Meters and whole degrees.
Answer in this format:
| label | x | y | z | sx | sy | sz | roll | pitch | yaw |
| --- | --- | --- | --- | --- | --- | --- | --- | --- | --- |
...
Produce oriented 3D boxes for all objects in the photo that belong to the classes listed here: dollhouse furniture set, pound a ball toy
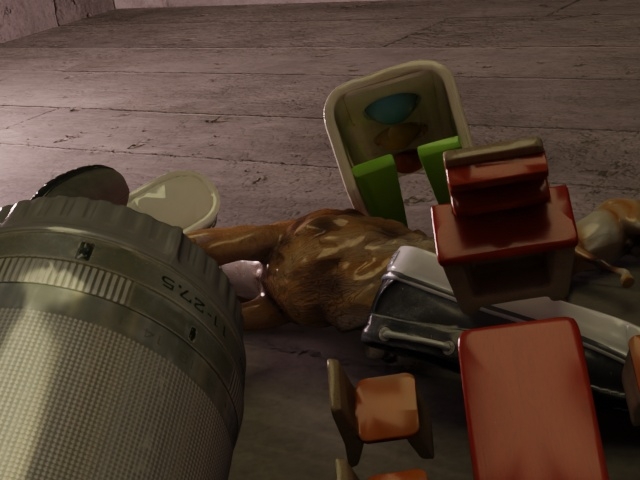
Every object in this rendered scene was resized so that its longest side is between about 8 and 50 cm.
| label | x | y | z | sx | sy | sz | roll | pitch | yaw |
| --- | --- | --- | --- | --- | --- | --- | --- | --- | --- |
| dollhouse furniture set | 0.134 | 0.075 | 0.786 | 0.262 | 0.135 | 0.259 | -9 | 54 | 7 |
| pound a ball toy | 0.130 | -0.087 | 1.215 | 0.208 | 0.136 | 0.319 | -17 | -16 | 6 |

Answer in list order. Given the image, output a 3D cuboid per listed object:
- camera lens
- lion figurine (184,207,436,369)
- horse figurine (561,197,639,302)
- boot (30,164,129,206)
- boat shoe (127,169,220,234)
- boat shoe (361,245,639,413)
| label | x | y | z | sx | sy | sz | roll | pitch | yaw |
| --- | --- | --- | --- | --- | --- | --- | --- | --- | --- |
| camera lens | -0.165 | 0.137 | 0.688 | 0.219 | 0.219 | 0.274 | -4 | 43 | 13 |
| lion figurine | -0.051 | 0.029 | 1.154 | 0.240 | 0.142 | 0.392 | -11 | 15 | -27 |
| horse figurine | 0.293 | 0.005 | 1.177 | 0.263 | 0.066 | 0.174 | -18 | 28 | -17 |
| boot | -0.209 | 0.014 | 1.059 | 0.161 | 0.083 | 0.246 | 10 | 32 | 27 |
| boat shoe | -0.262 | 0.021 | 1.364 | 0.319 | 0.116 | 0.099 | -27 | -17 | -25 |
| boat shoe | 0.173 | 0.101 | 0.917 | 0.301 | 0.102 | 0.108 | 22 | -12 | 20 |
